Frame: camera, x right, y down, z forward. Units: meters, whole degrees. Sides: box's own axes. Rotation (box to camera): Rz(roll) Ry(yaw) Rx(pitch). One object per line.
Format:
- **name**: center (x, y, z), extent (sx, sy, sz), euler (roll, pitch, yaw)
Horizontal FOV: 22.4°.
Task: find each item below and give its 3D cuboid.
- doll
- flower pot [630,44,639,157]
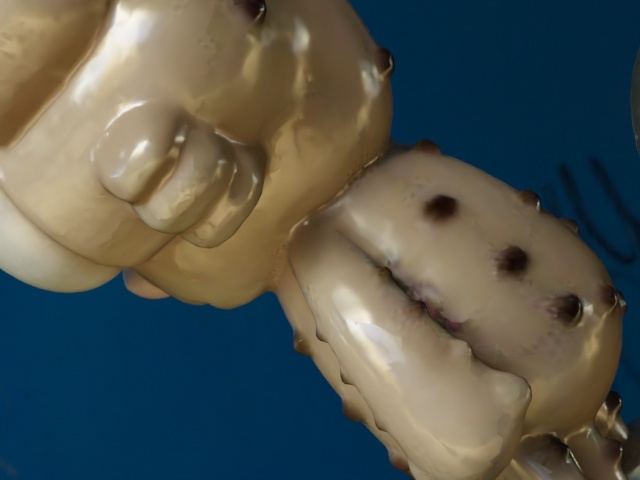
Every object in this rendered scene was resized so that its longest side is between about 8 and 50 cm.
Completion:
- **doll**: center (0.001, 0.000, 0.460), extent (0.119, 0.278, 0.154), euler (-45, -2, 20)
- **flower pot**: center (0.254, -0.096, 0.709), extent (0.235, 0.235, 0.148), euler (-16, -29, 3)
